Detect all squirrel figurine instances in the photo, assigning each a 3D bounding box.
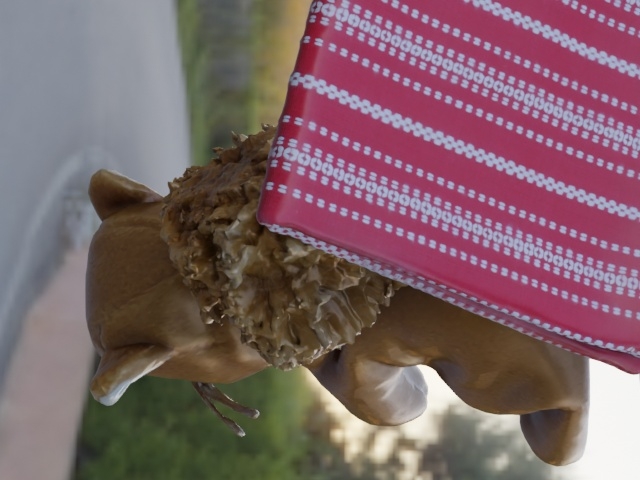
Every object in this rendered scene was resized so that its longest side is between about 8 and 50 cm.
[{"bbox_3d":[0.000,0.000,1.153,0.397,0.370,0.281,73,16,-69],"label":"squirrel figurine"}]

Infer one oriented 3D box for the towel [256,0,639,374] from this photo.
[{"bbox_3d":[0.097,-0.103,0.666,0.031,0.198,0.275,-5,-115,64],"label":"towel"}]
